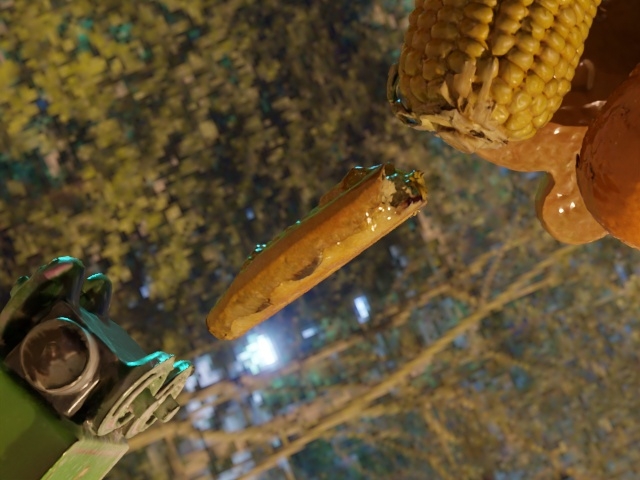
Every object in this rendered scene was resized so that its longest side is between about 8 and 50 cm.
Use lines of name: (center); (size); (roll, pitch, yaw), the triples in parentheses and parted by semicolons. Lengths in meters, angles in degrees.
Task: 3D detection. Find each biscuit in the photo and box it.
biscuit: (0.250, -0.128, 1.214); (0.355, 0.275, 0.052); (24, 20, -18)

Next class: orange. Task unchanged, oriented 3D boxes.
orange: (0.293, -0.072, 1.088); (0.161, 0.193, 0.193); (41, -4, 3)

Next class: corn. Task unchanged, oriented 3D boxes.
corn: (0.125, -0.186, 0.790); (0.106, 0.293, 0.106); (22, -7, 3)

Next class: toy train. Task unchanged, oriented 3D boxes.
toy train: (-0.260, 0.158, 1.366); (0.173, 0.249, 0.307); (42, -5, 8)

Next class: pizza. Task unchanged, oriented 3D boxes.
pizza: (0.000, 0.000, 0.732); (0.160, 0.099, 0.036); (-37, -94, 43)
